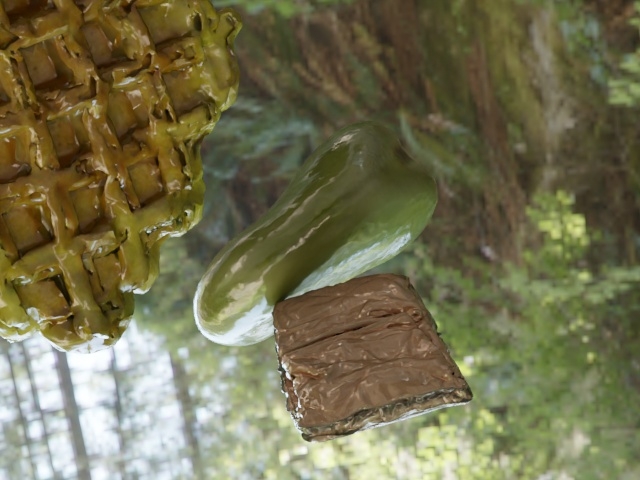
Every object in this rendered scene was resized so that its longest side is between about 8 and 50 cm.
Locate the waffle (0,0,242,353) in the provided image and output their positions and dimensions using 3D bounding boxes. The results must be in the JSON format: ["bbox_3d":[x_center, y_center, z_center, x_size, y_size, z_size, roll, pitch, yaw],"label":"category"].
[{"bbox_3d":[-0.150,-0.069,0.638,0.254,0.245,0.052,25,169,-36],"label":"waffle"}]

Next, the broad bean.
[{"bbox_3d":[0.000,0.000,1.174,0.263,0.121,0.189,-46,179,-28],"label":"broad bean"}]

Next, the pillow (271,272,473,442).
[{"bbox_3d":[0.028,0.078,0.994,0.126,0.043,0.232,-15,-160,-2],"label":"pillow"}]
